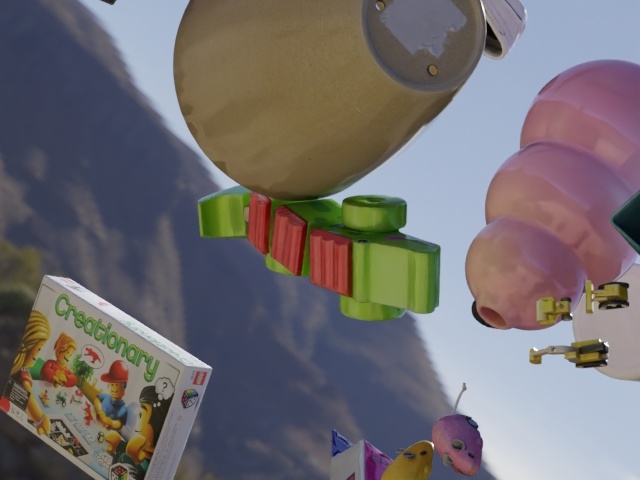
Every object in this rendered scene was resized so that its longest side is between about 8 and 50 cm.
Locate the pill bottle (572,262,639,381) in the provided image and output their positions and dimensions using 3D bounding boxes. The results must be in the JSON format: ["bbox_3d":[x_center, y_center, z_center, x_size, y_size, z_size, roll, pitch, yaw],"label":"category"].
[{"bbox_3d":[0.453,0.116,2.406,0.153,0.153,0.265,35,13,30],"label":"pill bottle"}]

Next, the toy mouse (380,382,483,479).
[{"bbox_3d":[0.092,0.193,1.441,0.031,0.161,0.143,25,0,-24],"label":"toy mouse"}]

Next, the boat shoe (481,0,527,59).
[{"bbox_3d":[0.156,-0.334,2.333,0.258,0.084,0.095,35,-42,-7],"label":"boat shoe"}]

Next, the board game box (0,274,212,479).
[{"bbox_3d":[-0.278,0.188,2.292,0.305,0.193,0.053,27,11,41],"label":"board game box"}]

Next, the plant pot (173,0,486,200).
[{"bbox_3d":[0.030,-0.179,1.681,0.256,0.256,0.274,42,-21,-16],"label":"plant pot"}]

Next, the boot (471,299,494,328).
[{"bbox_3d":[0.219,0.061,2.040,0.099,0.121,0.045,-125,-152,-70],"label":"boot"}]

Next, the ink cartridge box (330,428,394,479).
[{"bbox_3d":[0.090,0.320,1.823,0.176,0.069,0.371,38,19,-16],"label":"ink cartridge box"}]

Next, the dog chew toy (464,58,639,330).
[{"bbox_3d":[0.272,-0.039,1.949,0.207,0.332,0.206,31,-24,16],"label":"dog chew toy"}]

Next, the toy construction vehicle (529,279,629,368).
[{"bbox_3d":[0.254,0.081,1.788,0.098,0.086,0.035,-6,-21,29],"label":"toy construction vehicle"}]

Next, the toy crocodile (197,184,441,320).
[{"bbox_3d":[0.000,0.000,1.782,0.105,0.115,0.340,-10,22,-34],"label":"toy crocodile"}]

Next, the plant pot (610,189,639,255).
[{"bbox_3d":[0.438,0.027,1.819,0.234,0.165,0.165,46,3,-47],"label":"plant pot"}]

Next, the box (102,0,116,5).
[{"bbox_3d":[-0.256,-0.427,2.004,0.165,0.270,0.143,20,-32,-25],"label":"box"}]
